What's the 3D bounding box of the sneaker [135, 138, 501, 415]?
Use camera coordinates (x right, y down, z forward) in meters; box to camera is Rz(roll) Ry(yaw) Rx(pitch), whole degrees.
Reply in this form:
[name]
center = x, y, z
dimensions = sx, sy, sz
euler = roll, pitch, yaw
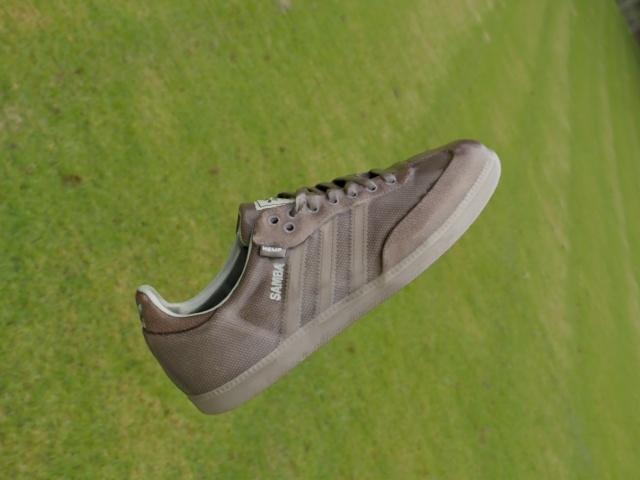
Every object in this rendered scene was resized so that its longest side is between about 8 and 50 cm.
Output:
[sneaker]
center = 0.000, 0.000, 0.446
dimensions = 0.071, 0.188, 0.066
euler = 52, -9, -13
